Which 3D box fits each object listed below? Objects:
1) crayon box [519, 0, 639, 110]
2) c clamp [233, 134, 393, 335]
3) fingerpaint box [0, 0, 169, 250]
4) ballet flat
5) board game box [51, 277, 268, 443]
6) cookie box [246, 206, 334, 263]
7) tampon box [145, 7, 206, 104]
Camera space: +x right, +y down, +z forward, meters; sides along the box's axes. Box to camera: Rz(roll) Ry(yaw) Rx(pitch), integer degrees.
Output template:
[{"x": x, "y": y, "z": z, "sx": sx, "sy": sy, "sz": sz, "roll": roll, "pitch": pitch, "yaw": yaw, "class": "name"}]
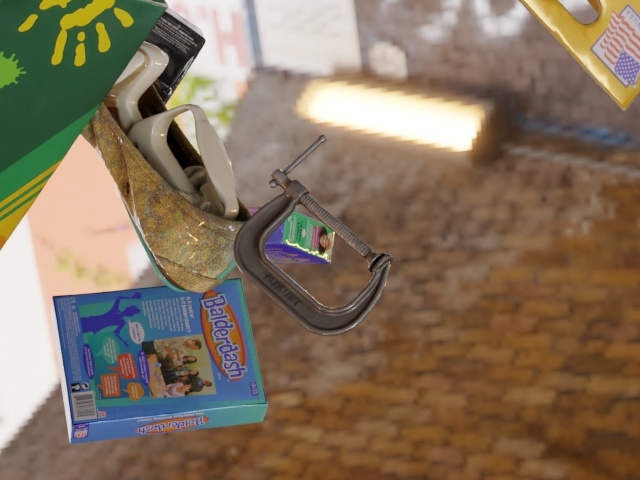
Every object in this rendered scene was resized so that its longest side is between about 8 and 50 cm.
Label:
[{"x": 0.209, "y": -0.268, "z": 1.126, "sx": 0.323, "sy": 0.203, "sz": 0.083, "roll": -50, "pitch": -155, "yaw": -5, "class": "crayon box"}, {"x": 0.000, "y": 0.000, "z": 1.576, "sx": 0.137, "sy": 0.022, "sz": 0.161, "roll": -39, "pitch": -112, "yaw": -12, "class": "c clamp"}, {"x": -0.366, "y": -0.222, "z": 1.631, "sx": 0.163, "sy": 0.371, "sz": 0.445, "roll": 10, "pitch": -142, "yaw": -44, "class": "fingerpaint box"}, {"x": -0.170, "y": -0.115, "z": 1.731, "sx": 0.123, "sy": 0.348, "sz": 0.123, "roll": -31, "pitch": 166, "yaw": -8, "class": "ballet flat"}, {"x": -0.174, "y": 0.127, "z": 1.973, "sx": 0.210, "sy": 0.047, "sz": 0.160, "roll": -5, "pitch": -121, "yaw": -13, "class": "board game box"}, {"x": -0.050, "y": -0.004, "z": 1.824, "sx": 0.091, "sy": 0.040, "sz": 0.107, "roll": -1, "pitch": 169, "yaw": 27, "class": "cookie box"}, {"x": -0.208, "y": -0.228, "z": 2.116, "sx": 0.120, "sy": 0.101, "sz": 0.161, "roll": 33, "pitch": -174, "yaw": -12, "class": "tampon box"}]
